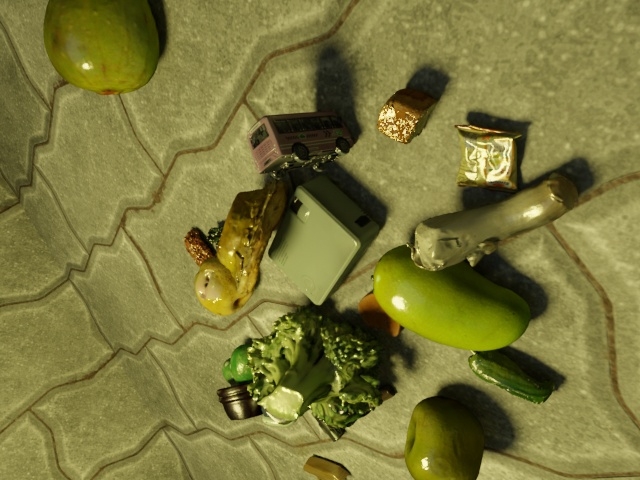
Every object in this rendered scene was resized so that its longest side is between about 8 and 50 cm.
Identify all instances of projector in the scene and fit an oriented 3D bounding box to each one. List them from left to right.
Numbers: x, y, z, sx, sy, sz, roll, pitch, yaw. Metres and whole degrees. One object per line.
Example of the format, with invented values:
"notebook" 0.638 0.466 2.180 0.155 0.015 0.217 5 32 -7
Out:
"projector" 0.000 0.000 1.054 0.192 0.099 0.256 43 138 13

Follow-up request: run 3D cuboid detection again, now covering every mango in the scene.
"mango" 0.236 0.109 0.873 0.293 0.143 0.175 23 112 18

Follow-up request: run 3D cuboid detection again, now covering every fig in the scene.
"fig" -0.524 -0.519 1.113 0.258 0.258 0.326 17 112 36

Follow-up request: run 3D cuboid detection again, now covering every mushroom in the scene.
"mushroom" 0.272 -0.027 0.759 0.278 0.096 0.099 -24 55 25

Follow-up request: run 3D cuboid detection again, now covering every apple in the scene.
"apple" 0.270 0.446 1.017 0.157 0.196 0.196 15 127 9

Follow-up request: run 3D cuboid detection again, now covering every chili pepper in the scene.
"chili pepper" 0.346 0.252 0.912 0.204 0.073 0.072 31 147 28

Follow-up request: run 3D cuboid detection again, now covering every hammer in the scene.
"hammer" 0.096 0.475 1.312 0.111 0.043 0.365 50 136 9

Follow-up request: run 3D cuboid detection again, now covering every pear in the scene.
"pear" -0.284 0.125 1.350 0.178 0.178 0.177 23 129 32

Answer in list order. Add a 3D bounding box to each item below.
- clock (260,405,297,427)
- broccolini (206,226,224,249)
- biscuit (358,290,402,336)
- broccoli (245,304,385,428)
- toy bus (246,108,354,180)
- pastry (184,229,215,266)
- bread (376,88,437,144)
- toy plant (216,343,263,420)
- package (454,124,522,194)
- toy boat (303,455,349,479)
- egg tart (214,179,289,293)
"clock" -0.121 0.420 1.371 0.147 0.199 0.243 0 107 8
"broccolini" -0.240 -0.028 1.316 0.201 0.058 0.074 -22 114 33
"biscuit" 0.149 0.167 1.074 0.140 0.023 0.118 -24 98 48
"broccoli" -0.010 0.316 1.138 0.339 0.317 0.276 11 101 -9
"toy bus" -0.037 -0.190 0.897 0.096 0.199 0.108 -27 84 48
"pastry" -0.378 0.044 1.463 0.169 0.063 0.087 51 141 4
"bread" 0.146 -0.216 0.789 0.070 0.083 0.076 33 138 11
"toy plant" -0.261 0.475 1.560 0.218 0.176 0.235 -35 64 55
"package" 0.273 -0.132 0.763 0.108 0.031 0.120 17 133 36
"toy boat" 0.016 0.781 1.564 0.201 0.057 0.077 -7 116 45
"egg tart" -0.163 -0.020 1.059 0.116 0.294 0.294 22 136 -6
